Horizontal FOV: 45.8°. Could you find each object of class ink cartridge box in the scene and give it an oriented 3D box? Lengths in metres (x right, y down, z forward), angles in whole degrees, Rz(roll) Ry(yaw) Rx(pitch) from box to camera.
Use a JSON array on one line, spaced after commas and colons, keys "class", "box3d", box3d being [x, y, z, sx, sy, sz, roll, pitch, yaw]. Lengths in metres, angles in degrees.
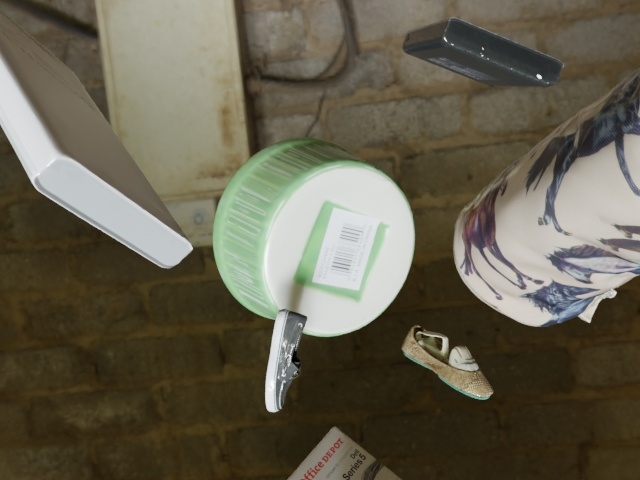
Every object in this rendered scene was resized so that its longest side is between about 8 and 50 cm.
[{"class": "ink cartridge box", "box3d": [0.064, 0.513, 1.411, 0.272, 0.115, 0.198, 36, -145, 13]}]

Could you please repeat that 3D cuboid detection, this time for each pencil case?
[{"class": "pencil case", "box3d": [0.272, -0.035, 0.661, 0.183, 0.160, 0.410, 22, 160, -6]}]

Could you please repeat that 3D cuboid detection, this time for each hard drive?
[{"class": "hard drive", "box3d": [-0.257, -0.120, 0.746, 0.040, 0.308, 0.203, -40, 149, 3]}, {"class": "hard drive", "box3d": [0.125, -0.149, 0.613, 0.094, 0.022, 0.135, 19, -171, -10]}]

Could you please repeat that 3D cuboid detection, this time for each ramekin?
[{"class": "ramekin", "box3d": [0.000, 0.000, 1.172, 0.303, 0.304, 0.148, -10, -162, -27]}]

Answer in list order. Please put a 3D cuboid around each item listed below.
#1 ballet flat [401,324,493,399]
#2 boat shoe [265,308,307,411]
[{"class": "ballet flat", "box3d": [0.225, 0.210, 1.352, 0.073, 0.067, 0.206, -6, -157, -42]}, {"class": "boat shoe", "box3d": [-0.046, 0.163, 1.011, 0.040, 0.142, 0.049, 9, -172, 11]}]
